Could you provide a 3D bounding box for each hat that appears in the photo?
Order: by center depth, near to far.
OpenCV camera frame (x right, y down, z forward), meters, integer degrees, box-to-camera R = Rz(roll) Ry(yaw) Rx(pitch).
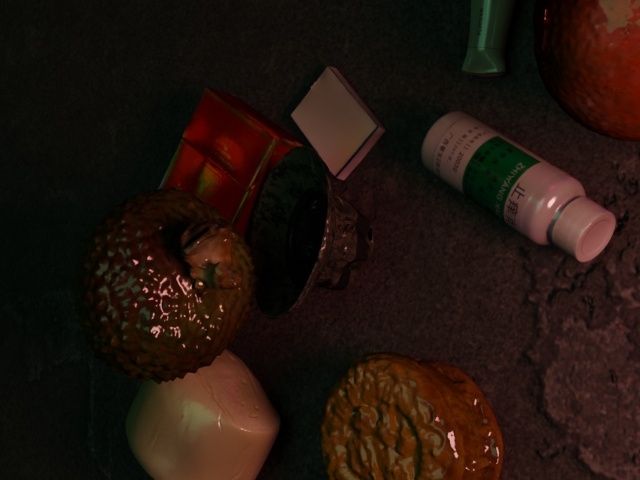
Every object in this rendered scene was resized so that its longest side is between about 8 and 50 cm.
[{"bbox_3d":[0.000,0.000,1.366,0.265,0.128,0.266,-36,47,52],"label":"hat"}]

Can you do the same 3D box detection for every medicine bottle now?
[{"bbox_3d":[0.240,-0.068,1.192,0.260,0.095,0.095,38,107,38],"label":"medicine bottle"}]

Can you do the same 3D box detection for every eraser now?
[{"bbox_3d":[0.023,-0.176,1.447,0.104,0.023,0.150,-50,54,23],"label":"eraser"}]

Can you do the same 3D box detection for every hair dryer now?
[{"bbox_3d":[0.294,-0.310,1.220,0.237,0.075,0.207,7,94,34],"label":"hair dryer"}]

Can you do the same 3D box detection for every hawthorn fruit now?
[{"bbox_3d":[0.374,-0.227,0.990,0.311,0.295,0.295,3,84,7],"label":"hawthorn fruit"}]

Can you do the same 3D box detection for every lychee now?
[{"bbox_3d":[-0.218,0.060,1.361,0.319,0.270,0.270,-26,66,21],"label":"lychee"}]

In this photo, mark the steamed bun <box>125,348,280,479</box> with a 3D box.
[{"bbox_3d":[-0.187,0.269,1.466,0.250,0.154,0.200,41,109,35],"label":"steamed bun"}]

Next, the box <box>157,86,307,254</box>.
[{"bbox_3d":[-0.170,-0.061,1.554,0.197,0.089,0.313,39,108,40],"label":"box"}]

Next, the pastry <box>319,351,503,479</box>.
[{"bbox_3d":[0.099,0.263,1.231,0.235,0.132,0.240,-55,52,19],"label":"pastry"}]
